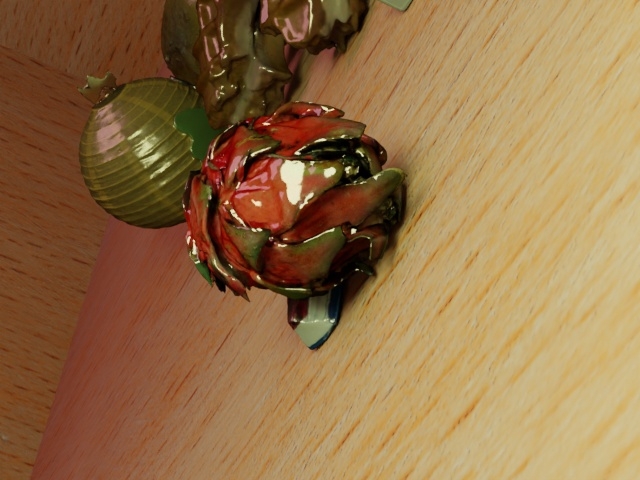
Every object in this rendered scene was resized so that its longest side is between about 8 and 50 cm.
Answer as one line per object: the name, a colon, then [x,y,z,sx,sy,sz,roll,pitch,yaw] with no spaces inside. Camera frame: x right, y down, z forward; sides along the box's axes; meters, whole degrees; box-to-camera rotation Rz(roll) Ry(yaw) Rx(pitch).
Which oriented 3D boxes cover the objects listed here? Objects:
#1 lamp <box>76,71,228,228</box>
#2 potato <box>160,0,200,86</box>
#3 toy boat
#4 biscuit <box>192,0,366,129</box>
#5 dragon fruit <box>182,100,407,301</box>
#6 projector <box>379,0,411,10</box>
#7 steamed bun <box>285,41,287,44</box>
lamp: [-0.277,-0.155,1.844,0.250,0.284,0.250,-31,29,19]
potato: [-0.182,-0.370,2.023,0.173,0.210,0.307,-30,-11,-27]
toy boat: [0.000,0.000,1.123,0.080,0.046,0.229,-53,23,44]
biscuit: [-0.066,-0.312,1.516,0.366,0.115,0.268,-34,61,57]
dragon fruit: [-0.023,-0.031,1.004,0.182,0.188,0.182,-4,-90,-90]
projector: [0.098,-0.332,1.212,0.147,0.061,0.115,-55,18,39]
steamed bun: [-0.047,-0.392,1.724,0.212,0.110,0.231,125,156,-63]
